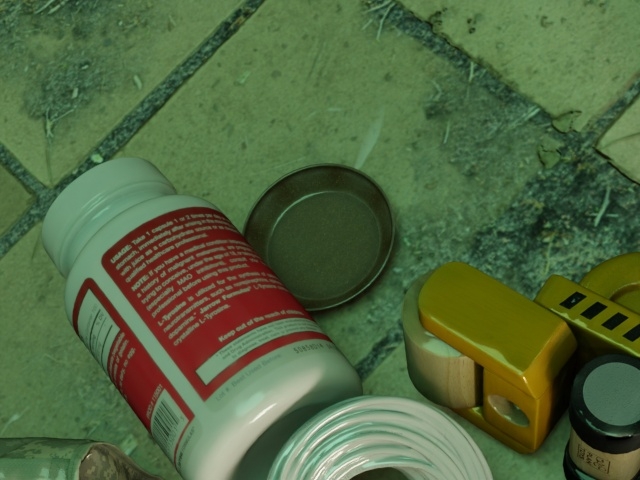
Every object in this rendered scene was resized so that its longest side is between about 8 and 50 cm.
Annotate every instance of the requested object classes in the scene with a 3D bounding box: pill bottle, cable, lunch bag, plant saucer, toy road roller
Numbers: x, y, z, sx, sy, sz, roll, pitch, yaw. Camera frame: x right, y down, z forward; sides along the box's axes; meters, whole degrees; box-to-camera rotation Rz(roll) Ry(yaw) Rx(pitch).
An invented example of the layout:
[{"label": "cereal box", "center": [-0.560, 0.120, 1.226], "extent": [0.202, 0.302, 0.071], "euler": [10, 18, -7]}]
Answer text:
[{"label": "pill bottle", "center": [-0.154, 0.096, 1.763], "extent": [0.229, 0.229, 0.407], "euler": [-40, 61, -2]}, {"label": "cable", "center": [0.064, 0.293, 1.621], "extent": [0.257, 0.089, 0.257], "euler": [34, 88, -4]}, {"label": "lunch bag", "center": [-0.327, 0.304, 1.692], "extent": [0.235, 0.287, 0.169], "euler": [0, 67, 17]}, {"label": "plant saucer", "center": [0.000, 0.000, 1.865], "extent": [0.199, 0.036, 0.198], "euler": [-7, 65, 16]}, {"label": "toy road roller", "center": [0.273, 0.109, 1.643], "extent": [0.329, 0.202, 0.240], "euler": [29, 66, 21]}]
